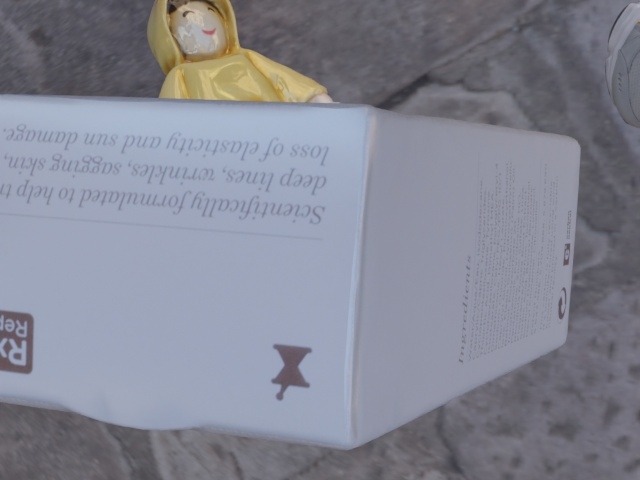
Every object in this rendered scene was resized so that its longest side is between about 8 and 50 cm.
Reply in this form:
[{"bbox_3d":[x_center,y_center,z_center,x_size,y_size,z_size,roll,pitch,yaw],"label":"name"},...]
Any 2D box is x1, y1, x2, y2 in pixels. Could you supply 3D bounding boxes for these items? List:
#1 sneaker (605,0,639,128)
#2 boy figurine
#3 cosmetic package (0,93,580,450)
[{"bbox_3d":[0.315,-0.165,1.108,0.099,0.262,0.121,8,49,-20],"label":"sneaker"},{"bbox_3d":[-0.062,-0.108,1.208,0.177,0.092,0.285,-16,64,-25],"label":"boy figurine"},{"bbox_3d":[0.000,0.000,0.435,0.117,0.231,0.085,4,92,21],"label":"cosmetic package"}]
